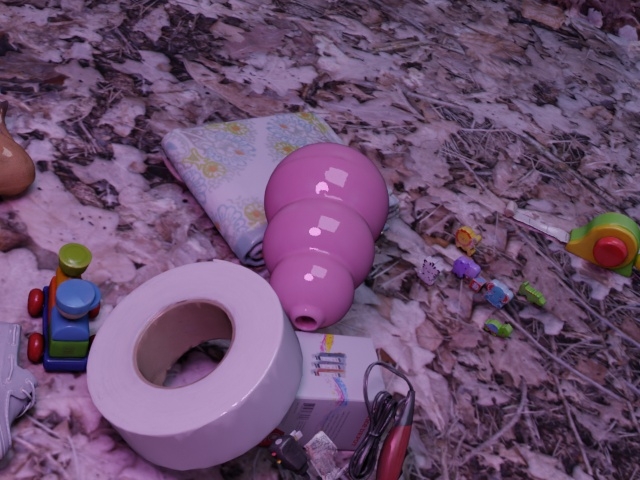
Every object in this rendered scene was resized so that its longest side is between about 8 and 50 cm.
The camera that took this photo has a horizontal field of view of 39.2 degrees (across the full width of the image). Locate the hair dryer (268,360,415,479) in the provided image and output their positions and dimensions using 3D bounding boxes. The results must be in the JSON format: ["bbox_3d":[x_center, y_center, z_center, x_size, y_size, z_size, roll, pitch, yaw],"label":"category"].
[{"bbox_3d":[0.091,0.335,1.226,0.224,0.080,0.293,-33,95,-13],"label":"hair dryer"}]

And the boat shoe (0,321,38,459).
[{"bbox_3d":[-0.422,0.193,1.209,0.081,0.079,0.227,-3,43,-22],"label":"boat shoe"}]

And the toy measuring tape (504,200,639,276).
[{"bbox_3d":[0.560,-0.029,1.901,0.330,0.121,0.121,27,40,4],"label":"toy measuring tape"}]

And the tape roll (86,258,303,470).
[{"bbox_3d":[-0.171,0.165,1.239,0.286,0.100,0.286,-11,46,12],"label":"tape roll"}]

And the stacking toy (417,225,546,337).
[{"bbox_3d":[0.311,0.077,1.712,0.221,0.052,0.167,39,42,17],"label":"stacking toy"}]

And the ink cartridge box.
[{"bbox_3d":[-0.009,0.223,1.336,0.176,0.128,0.127,8,42,-19],"label":"ink cartridge box"}]

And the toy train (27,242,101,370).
[{"bbox_3d":[-0.373,0.057,1.333,0.105,0.143,0.248,5,43,-22],"label":"toy train"}]

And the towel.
[{"bbox_3d":[-0.071,-0.111,1.714,0.375,0.090,0.320,-13,49,-36],"label":"towel"}]

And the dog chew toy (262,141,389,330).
[{"bbox_3d":[0.000,0.000,1.423,0.207,0.206,0.331,17,48,-8],"label":"dog chew toy"}]

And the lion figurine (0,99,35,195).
[{"bbox_3d":[-0.562,-0.104,1.430,0.240,0.142,0.392,38,37,6],"label":"lion figurine"}]

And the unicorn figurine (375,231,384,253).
[{"bbox_3d":[0.047,0.035,1.600,0.111,0.161,0.060,6,16,-45],"label":"unicorn figurine"}]
